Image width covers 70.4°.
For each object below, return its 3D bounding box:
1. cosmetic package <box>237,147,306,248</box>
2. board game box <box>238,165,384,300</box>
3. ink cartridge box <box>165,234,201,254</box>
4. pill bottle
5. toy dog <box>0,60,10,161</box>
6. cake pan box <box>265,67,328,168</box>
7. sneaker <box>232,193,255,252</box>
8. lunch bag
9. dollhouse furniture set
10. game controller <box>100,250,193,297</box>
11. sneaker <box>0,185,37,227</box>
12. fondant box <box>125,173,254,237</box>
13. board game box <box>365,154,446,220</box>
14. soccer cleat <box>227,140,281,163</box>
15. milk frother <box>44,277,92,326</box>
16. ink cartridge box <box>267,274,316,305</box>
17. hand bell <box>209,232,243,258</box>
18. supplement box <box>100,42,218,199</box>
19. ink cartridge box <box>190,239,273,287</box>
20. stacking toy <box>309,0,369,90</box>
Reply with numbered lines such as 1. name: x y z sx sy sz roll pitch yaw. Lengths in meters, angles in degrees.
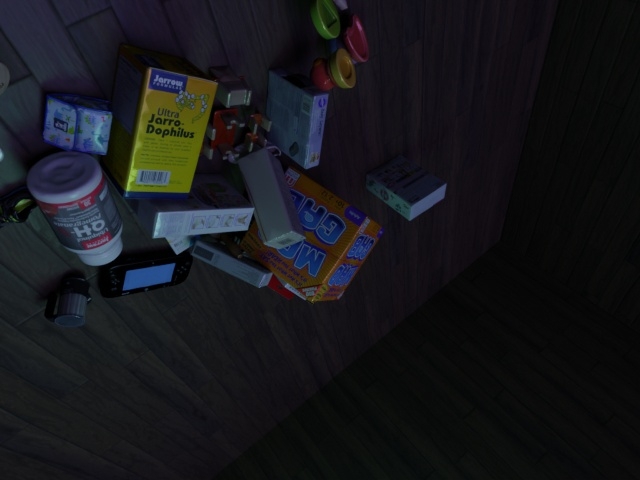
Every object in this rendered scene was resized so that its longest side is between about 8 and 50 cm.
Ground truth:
1. cosmetic package: -0.165 -0.138 1.548 0.113 0.310 0.160 -23 166 11
2. board game box: -0.019 -0.013 1.760 0.357 0.356 0.356 -57 162 5
3. ink cartridge box: -0.500 -0.048 1.570 0.104 0.061 0.181 -35 144 -17
4. pill bottle: -0.660 -0.075 1.262 0.176 0.176 0.319 -29 149 -25
5. toy dog: -0.779 -0.267 0.982 0.333 0.220 0.161 -44 177 8
6. cake pan box: -0.088 -0.410 1.499 0.070 0.245 0.267 -24 138 -35
7. sneaker: -0.245 -0.087 1.793 0.162 0.106 0.282 -18 142 -50
8. lunch bag: -0.626 -0.302 1.170 0.151 0.096 0.129 5 123 -32
9. dollhouse furniture set: -0.298 -0.393 1.428 0.261 0.135 0.259 -19 148 -34
10. game controller: -0.612 0.119 1.611 0.318 0.067 0.167 -9 130 -41
11. sneaker: -0.823 -0.072 1.189 0.188 0.078 0.067 -37 144 -14
12. fondant box: -0.413 -0.119 1.439 0.330 0.238 0.096 -8 129 -42
13. board game box: 0.391 -0.253 2.107 0.223 0.303 0.098 -31 142 -21
14. soccer cleat: -0.230 -0.308 1.591 0.196 0.076 0.068 -22 138 -32
15. milk frother: -0.787 0.215 1.457 0.129 0.135 0.143 -20 145 16
16. ink cartridge box: -0.090 0.185 2.177 0.272 0.130 0.309 -47 146 1
17. hand bell: -0.342 -0.013 1.615 0.126 0.242 0.126 -28 140 -26
18. supplement box: -0.451 -0.313 1.247 0.195 0.194 0.357 -4 127 -44
19. ink cartridge box: -0.304 0.082 1.654 0.239 0.274 0.060 26 89 -84
20. stacking toy: 0.026 -0.647 1.458 0.280 0.130 0.309 60 38 -30
